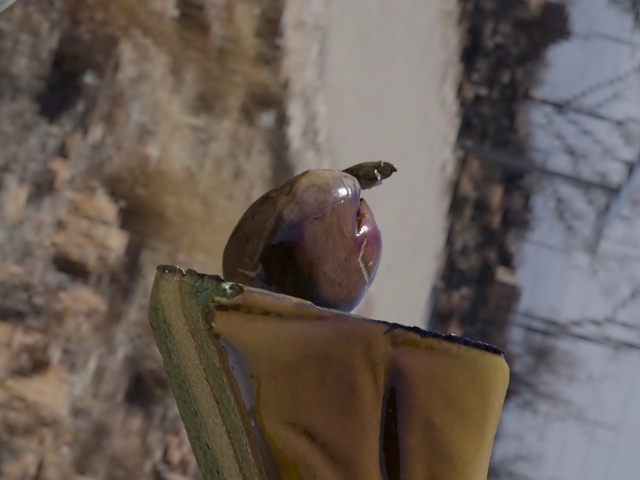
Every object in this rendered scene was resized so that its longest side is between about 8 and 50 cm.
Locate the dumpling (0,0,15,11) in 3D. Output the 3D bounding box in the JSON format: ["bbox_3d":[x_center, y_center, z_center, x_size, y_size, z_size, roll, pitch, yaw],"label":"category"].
[{"bbox_3d":[-0.165,-0.139,0.721,0.151,0.124,0.229,-16,142,-56],"label":"dumpling"}]

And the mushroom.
[{"bbox_3d":[0.002,0.000,1.513,0.170,0.080,0.135,-52,142,-20],"label":"mushroom"}]

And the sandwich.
[{"bbox_3d":[-0.018,0.139,1.288,0.155,0.227,0.198,3,-101,66],"label":"sandwich"}]
